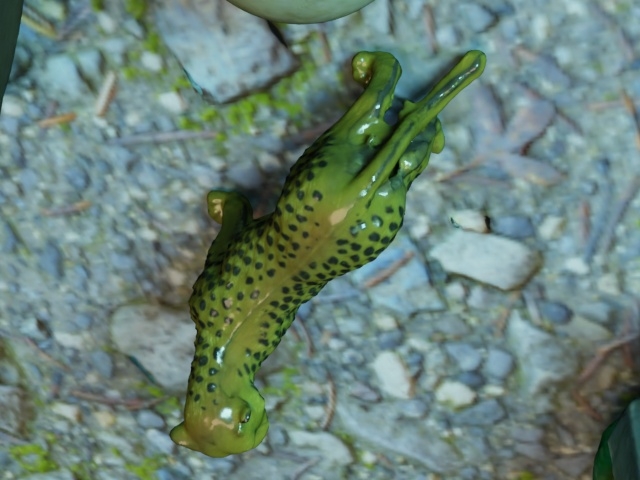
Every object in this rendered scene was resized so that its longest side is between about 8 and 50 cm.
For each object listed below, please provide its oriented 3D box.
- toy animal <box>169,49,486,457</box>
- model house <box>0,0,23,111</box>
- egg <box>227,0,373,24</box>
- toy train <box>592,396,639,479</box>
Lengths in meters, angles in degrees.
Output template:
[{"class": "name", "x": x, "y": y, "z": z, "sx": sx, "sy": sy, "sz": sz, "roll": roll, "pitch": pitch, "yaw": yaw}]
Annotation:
[{"class": "toy animal", "x": 0.000, "y": 0.000, "z": 0.639, "sx": 0.073, "sy": 0.136, "sz": 0.181, "roll": 37, "pitch": 128, "yaw": -14}, {"class": "model house", "x": -0.232, "y": -0.124, "z": 0.576, "sx": 0.229, "sy": 0.199, "sz": 0.220, "roll": 15, "pitch": 119, "yaw": -1}, {"class": "egg", "x": -0.010, "y": -0.152, "z": 0.531, "sx": 0.114, "sy": 0.114, "sz": 0.152, "roll": 2, "pitch": 128, "yaw": 14}, {"class": "toy train", "x": 0.279, "y": 0.184, "z": 0.696, "sx": 0.249, "sy": 0.178, "sz": 0.429, "roll": -19, "pitch": 122, "yaw": 16}]
